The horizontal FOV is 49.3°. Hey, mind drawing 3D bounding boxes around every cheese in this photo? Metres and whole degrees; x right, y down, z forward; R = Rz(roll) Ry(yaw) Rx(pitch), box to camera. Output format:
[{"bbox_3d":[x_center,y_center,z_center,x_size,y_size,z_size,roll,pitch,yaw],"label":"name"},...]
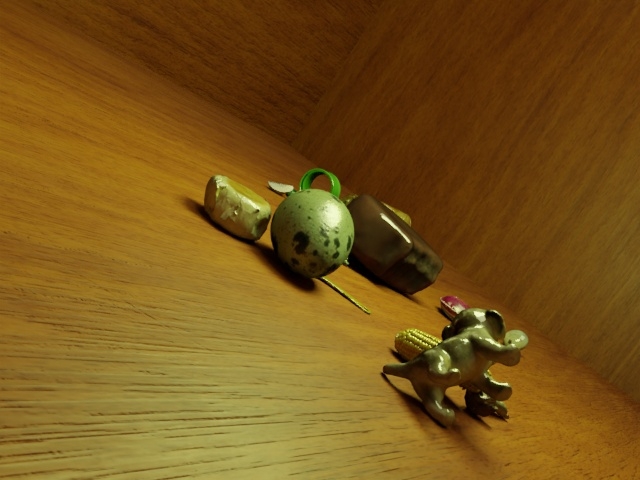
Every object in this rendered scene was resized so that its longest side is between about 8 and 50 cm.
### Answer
[{"bbox_3d":[0.455,0.234,2.204,0.244,0.062,0.155,26,13,-48],"label":"cheese"}]

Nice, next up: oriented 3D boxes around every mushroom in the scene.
[{"bbox_3d":[0.658,0.347,2.349,0.085,0.085,0.079,-132,-154,-57],"label":"mushroom"},{"bbox_3d":[0.332,0.314,1.347,0.187,0.061,0.060,29,37,-53],"label":"mushroom"}]

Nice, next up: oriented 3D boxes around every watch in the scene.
[{"bbox_3d":[-0.024,-0.184,2.439,0.165,0.152,0.131,39,13,23],"label":"watch"}]

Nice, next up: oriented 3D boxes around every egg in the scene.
[{"bbox_3d":[-0.017,-0.009,1.450,0.177,0.177,0.228,31,26,-20],"label":"egg"}]

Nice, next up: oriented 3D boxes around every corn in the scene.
[{"bbox_3d":[0.225,0.224,1.315,0.206,0.067,0.067,25,2,37],"label":"corn"}]

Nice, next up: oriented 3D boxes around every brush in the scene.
[{"bbox_3d":[0.030,0.101,1.549,0.205,0.011,0.083,36,8,10],"label":"brush"}]

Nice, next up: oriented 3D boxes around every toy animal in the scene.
[{"bbox_3d":[0.243,0.204,1.177,0.233,0.121,0.168,-23,33,-29],"label":"toy animal"}]

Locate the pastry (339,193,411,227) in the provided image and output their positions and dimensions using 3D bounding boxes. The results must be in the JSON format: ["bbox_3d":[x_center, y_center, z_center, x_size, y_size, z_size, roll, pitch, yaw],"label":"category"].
[{"bbox_3d":[0.173,-0.061,2.451,0.255,0.162,0.311,20,2,-16],"label":"pastry"}]

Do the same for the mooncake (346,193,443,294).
[{"bbox_3d":[0.194,0.021,2.023,0.334,0.174,0.326,45,8,6],"label":"mooncake"}]

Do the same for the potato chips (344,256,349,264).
[{"bbox_3d":[0.000,-0.001,1.928,0.207,0.028,0.092,34,10,7],"label":"potato chips"}]

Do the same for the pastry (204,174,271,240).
[{"bbox_3d":[-0.176,-0.069,1.465,0.165,0.088,0.166,33,8,-5],"label":"pastry"}]

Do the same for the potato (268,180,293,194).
[{"bbox_3d":[-0.138,-0.170,2.347,0.093,0.036,0.037,10,56,-25],"label":"potato"}]
